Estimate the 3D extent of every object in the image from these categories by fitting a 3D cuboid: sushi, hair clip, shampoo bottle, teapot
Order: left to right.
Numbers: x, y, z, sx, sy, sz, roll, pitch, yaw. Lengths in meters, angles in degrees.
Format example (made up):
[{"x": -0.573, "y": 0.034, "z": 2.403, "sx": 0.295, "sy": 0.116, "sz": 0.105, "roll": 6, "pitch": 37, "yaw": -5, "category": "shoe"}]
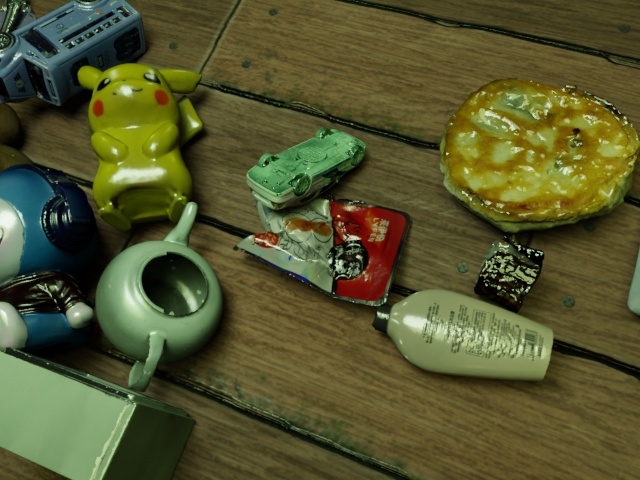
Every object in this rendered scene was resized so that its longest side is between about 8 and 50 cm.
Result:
[{"x": -0.665, "y": -0.447, "z": 1.292, "sx": 0.124, "sy": 0.052, "sz": 0.195, "roll": 10, "pitch": 75, "yaw": 18, "category": "hair clip"}, {"x": -0.241, "y": 0.089, "z": 0.938, "sx": 0.193, "sy": 0.129, "sz": 0.294, "roll": 20, "pitch": 53, "yaw": -21, "category": "teapot"}, {"x": 0.203, "y": 0.140, "z": 0.908, "sx": 0.257, "sy": 0.078, "sz": 0.127, "roll": 13, "pitch": 74, "yaw": 13, "category": "shampoo bottle"}, {"x": 0.282, "y": 0.051, "z": 0.922, "sx": 0.084, "sy": 0.098, "sz": 0.094, "roll": 27, "pitch": 79, "yaw": 20, "category": "sushi"}]

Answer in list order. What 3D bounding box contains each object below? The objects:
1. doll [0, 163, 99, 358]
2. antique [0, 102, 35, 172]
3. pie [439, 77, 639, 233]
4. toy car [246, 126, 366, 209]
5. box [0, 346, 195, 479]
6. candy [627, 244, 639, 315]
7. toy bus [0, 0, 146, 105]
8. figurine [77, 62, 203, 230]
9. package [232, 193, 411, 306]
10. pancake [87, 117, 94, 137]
[{"x": -0.471, "y": 0.031, "z": 0.974, "sx": 0.284, "sy": 0.240, "sz": 0.309, "roll": -26, "pitch": 76, "yaw": 27, "category": "doll"}, {"x": -0.604, "y": -0.151, "z": 1.127, "sx": 0.143, "sy": 0.121, "sz": 0.256, "roll": -20, "pitch": 67, "yaw": -8, "category": "antique"}, {"x": 0.346, "y": -0.143, "z": 1.000, "sx": 0.315, "sy": 0.092, "sz": 0.315, "roll": -3, "pitch": 63, "yaw": 6, "category": "pie"}, {"x": -0.019, "y": -0.118, "z": 1.028, "sx": 0.090, "sy": 0.076, "sz": 0.224, "roll": 33, "pitch": 47, "yaw": 31, "category": "toy car"}, {"x": -0.331, "y": 0.253, "z": 0.864, "sx": 0.225, "sy": 0.225, "sz": 0.117, "roll": 17, "pitch": 72, "yaw": 14, "category": "box"}, {"x": 0.539, "y": 0.044, "z": 0.900, "sx": 0.138, "sy": 0.071, "sz": 0.174, "roll": 17, "pitch": 72, "yaw": 15, "category": "candy"}, {"x": -0.478, "y": -0.354, "z": 1.152, "sx": 0.133, "sy": 0.125, "sz": 0.292, "roll": 38, "pitch": 61, "yaw": 14, "category": "toy bus"}, {"x": -0.301, "y": -0.181, "z": 1.056, "sx": 0.218, "sy": 0.169, "sz": 0.326, "roll": -7, "pitch": 80, "yaw": -11, "category": "figurine"}, {"x": 0.000, "y": 0.000, "z": 1.006, "sx": 0.270, "sy": 0.071, "sz": 0.194, "roll": 15, "pitch": 65, "yaw": 8, "category": "package"}, {"x": -0.364, "y": -0.242, "z": 1.180, "sx": 0.191, "sy": 0.020, "sz": 0.184, "roll": 28, "pitch": 74, "yaw": 17, "category": "pancake"}]
